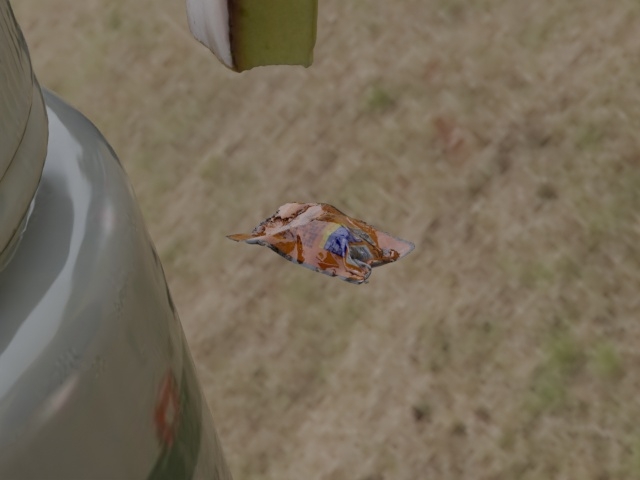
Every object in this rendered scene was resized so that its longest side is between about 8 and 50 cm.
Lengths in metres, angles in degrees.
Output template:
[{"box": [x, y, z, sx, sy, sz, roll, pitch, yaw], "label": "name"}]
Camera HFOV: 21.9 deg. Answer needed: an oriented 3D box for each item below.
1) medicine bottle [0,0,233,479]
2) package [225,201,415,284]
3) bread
[{"box": [-0.141, 0.050, 0.482, 0.208, 0.339, 0.208, -7, 41, 7], "label": "medicine bottle"}, {"box": [0.000, -0.001, 1.051, 0.111, 0.033, 0.077, 22, 48, 31], "label": "package"}, {"box": [-0.025, -0.191, 0.705, 0.088, 0.049, 0.226, -124, 35, -62], "label": "bread"}]
